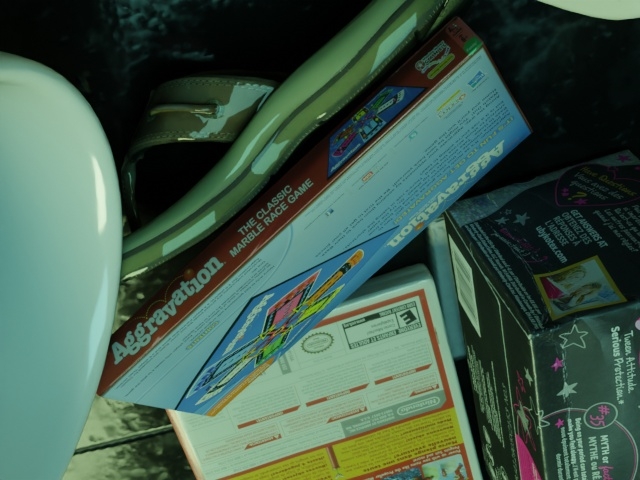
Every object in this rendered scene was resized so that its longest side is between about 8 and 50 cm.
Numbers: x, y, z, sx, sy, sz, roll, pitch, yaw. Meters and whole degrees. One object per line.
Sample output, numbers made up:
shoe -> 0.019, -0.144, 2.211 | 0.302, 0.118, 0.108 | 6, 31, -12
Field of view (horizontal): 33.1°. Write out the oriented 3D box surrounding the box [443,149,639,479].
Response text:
box -> 0.185, 0.092, 0.713 | 0.142, 0.163, 0.247 | -16, 122, -5

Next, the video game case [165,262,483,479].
video game case -> 0.013, 0.164, 0.804 | 0.204, 0.025, 0.285 | -17, 122, 0

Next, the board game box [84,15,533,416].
board game box -> 0.000, 0.000, 0.640 | 0.281, 0.027, 0.145 | -42, 155, 7

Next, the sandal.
sandal -> -0.044, -0.073, 0.619 | 0.302, 0.120, 0.086 | -40, 90, 13

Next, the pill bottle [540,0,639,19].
pill bottle -> 0.159, -0.285, 0.416 | 0.204, 0.204, 0.361 | 39, 87, -27

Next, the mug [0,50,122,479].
mug -> -0.314, 0.019, 0.449 | 0.327, 0.374, 0.276 | 15, 95, 14
